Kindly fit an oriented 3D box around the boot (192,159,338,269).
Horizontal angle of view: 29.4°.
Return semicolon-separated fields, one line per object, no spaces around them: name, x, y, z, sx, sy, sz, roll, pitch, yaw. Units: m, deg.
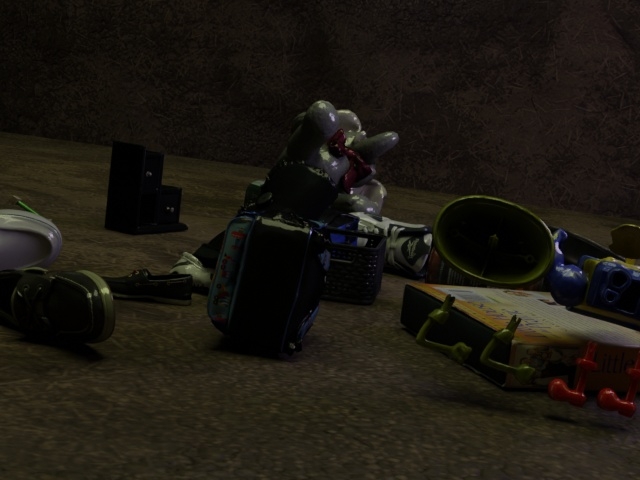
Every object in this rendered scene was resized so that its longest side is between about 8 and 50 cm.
boot;-0.053;-0.019;1.667;0.094;0.207;0.246;50;-16;-23

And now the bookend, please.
bookend;-0.304;-0.095;2.187;0.072;0.156;0.157;11;8;29

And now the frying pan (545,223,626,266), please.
frying pan;0.406;0.053;1.812;0.197;0.053;0.326;28;-7;22

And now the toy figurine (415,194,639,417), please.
toy figurine;0.292;0.077;1.320;0.362;0.191;0.217;14;0;9

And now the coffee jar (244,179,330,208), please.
coffee jar;-0.062;-0.057;2.351;0.079;0.096;0.184;-4;14;-44

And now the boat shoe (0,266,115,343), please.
boat shoe;-0.295;0.069;1.296;0.073;0.080;0.223;-6;9;-37

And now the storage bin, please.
storage bin;0.029;0.034;1.806;0.122;0.084;0.180;8;9;7

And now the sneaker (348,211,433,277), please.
sneaker;0.121;0.007;2.044;0.235;0.094;0.153;15;-4;-18

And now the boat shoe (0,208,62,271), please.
boat shoe;-0.439;0.015;1.484;0.267;0.096;0.088;1;14;-31

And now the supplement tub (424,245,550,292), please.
supplement tub;0.254;0.060;1.738;0.197;0.106;0.106;10;8;16

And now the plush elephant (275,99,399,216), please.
plush elephant;0.049;-0.162;2.591;0.255;0.272;0.330;-30;4;-34

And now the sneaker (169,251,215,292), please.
sneaker;-0.163;0.056;1.670;0.109;0.040;0.044;27;63;39

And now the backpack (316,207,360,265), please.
backpack;0.000;0.000;1.964;0.098;0.101;0.120;9;12;25

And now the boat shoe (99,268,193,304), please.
boat shoe;-0.230;0.055;1.574;0.133;0.042;0.049;5;10;-2

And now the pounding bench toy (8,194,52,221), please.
pounding bench toy;-0.430;-0.023;1.800;0.065;0.083;0.052;7;7;7

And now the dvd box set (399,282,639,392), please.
dvd box set;0.348;0.123;1.523;0.420;0.062;0.307;5;8;-21

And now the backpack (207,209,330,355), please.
backpack;-0.051;0.041;1.407;0.116;0.158;0.173;15;6;6
